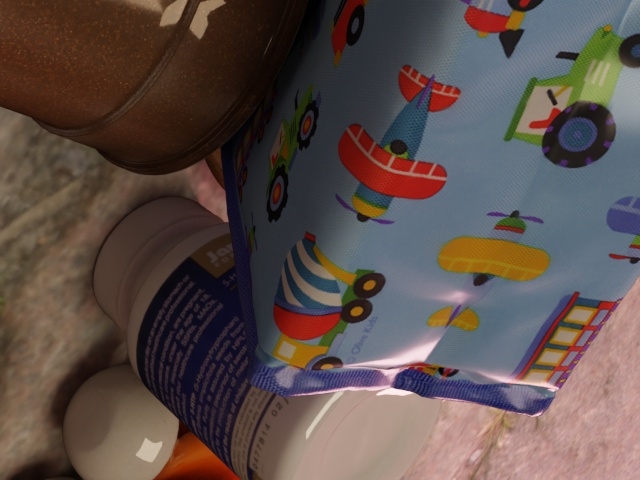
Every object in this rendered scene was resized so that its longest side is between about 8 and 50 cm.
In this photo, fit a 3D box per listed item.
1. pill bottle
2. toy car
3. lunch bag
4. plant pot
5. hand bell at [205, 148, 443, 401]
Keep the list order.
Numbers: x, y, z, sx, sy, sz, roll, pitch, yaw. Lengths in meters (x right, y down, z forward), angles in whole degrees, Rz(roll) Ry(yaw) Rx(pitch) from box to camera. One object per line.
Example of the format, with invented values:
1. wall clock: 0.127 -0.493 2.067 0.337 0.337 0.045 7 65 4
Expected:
1. pill bottle: -0.036 0.054 0.618 0.112 0.187 0.112 -29 137 -31
2. toy car: -0.087 0.169 0.695 0.159 0.136 0.182 26 98 -54
3. lunch bag: 0.039 -0.111 0.490 0.138 0.293 0.221 9 126 -25
4. plant pot: -0.114 -0.120 0.428 0.165 0.167 0.167 12 109 -44
5. hand bell: 0.000 0.000 0.711 0.126 0.126 0.242 -51 131 -4
